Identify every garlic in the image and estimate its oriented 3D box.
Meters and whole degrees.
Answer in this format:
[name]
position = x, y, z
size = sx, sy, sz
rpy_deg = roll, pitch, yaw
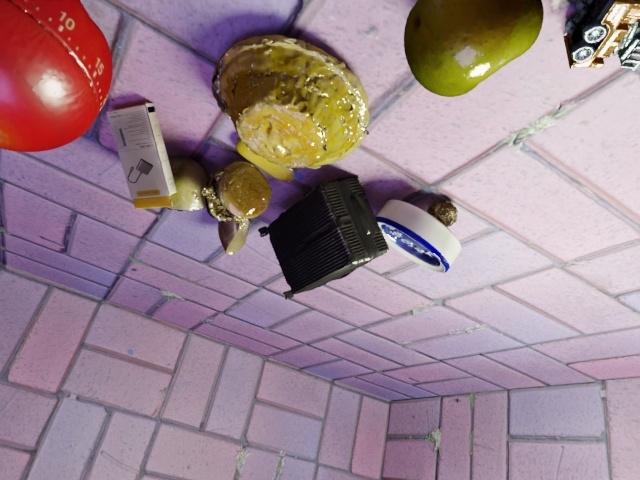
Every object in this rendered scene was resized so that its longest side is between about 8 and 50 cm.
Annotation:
[garlic]
position = -0.261, -0.043, 1.444
size = 0.087, 0.101, 0.195
rpy_deg = -9, 155, -30

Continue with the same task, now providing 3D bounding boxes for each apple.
[apple]
position = 0.216, -0.310, 0.696
size = 0.157, 0.196, 0.196
rpy_deg = 55, 143, -2

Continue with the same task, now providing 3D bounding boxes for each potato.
[potato]
position = -0.372, -0.164, 1.254
size = 0.202, 0.182, 0.117
rpy_deg = 23, 123, 28

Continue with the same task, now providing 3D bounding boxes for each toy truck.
[toy truck]
position = 0.439, -0.332, 0.671
size = 0.115, 0.080, 0.177
rpy_deg = 7, 152, 0

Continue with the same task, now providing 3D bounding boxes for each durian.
[durian]
position = 0.309, -0.065, 1.206
size = 0.080, 0.080, 0.091
rpy_deg = 6, 162, 12

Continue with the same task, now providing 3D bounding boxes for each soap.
[soap]
position = -0.136, -0.202, 1.180
size = 0.089, 0.033, 0.168
rpy_deg = -8, 146, 42

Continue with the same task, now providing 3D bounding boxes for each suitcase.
[suitcase]
position = 0.000, 0.000, 1.256
size = 0.152, 0.229, 0.335
rpy_deg = -18, 171, -37

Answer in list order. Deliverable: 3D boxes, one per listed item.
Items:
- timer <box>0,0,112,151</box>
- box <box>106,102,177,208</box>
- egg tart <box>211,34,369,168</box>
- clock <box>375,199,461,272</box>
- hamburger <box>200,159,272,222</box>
[timer]
position = -0.598, -0.338, 0.877
size = 0.378, 0.279, 0.378
rpy_deg = 12, 153, 6
[box]
position = -0.432, -0.202, 1.155
size = 0.129, 0.033, 0.247
rpy_deg = -1, 109, 23
[egg tart]
position = -0.067, -0.252, 0.964
size = 0.342, 0.132, 0.341
rpy_deg = 11, 150, 6
[clock]
position = 0.247, -0.011, 1.221
size = 0.230, 0.083, 0.230
rpy_deg = 37, 175, 4
[hamburger]
position = -0.217, -0.124, 1.202
size = 0.185, 0.159, 0.131
rpy_deg = -5, -175, -36
